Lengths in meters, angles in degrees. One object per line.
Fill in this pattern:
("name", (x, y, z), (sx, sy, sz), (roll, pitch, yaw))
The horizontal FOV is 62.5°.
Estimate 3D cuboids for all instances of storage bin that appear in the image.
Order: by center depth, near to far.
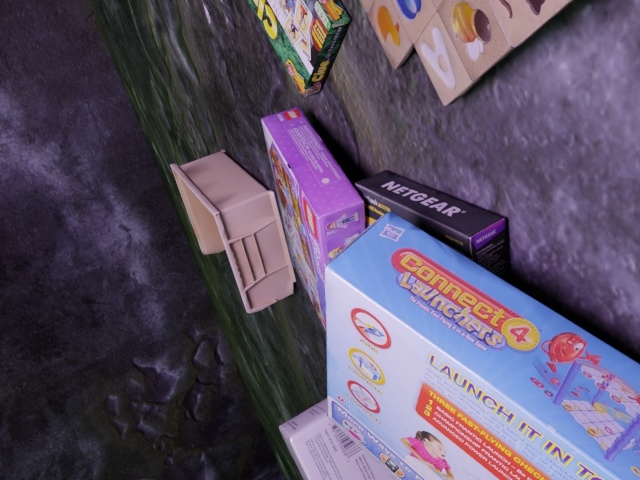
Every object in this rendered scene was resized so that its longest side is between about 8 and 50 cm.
("storage bin", (-0.180, -0.022, 1.106), (0.262, 0.123, 0.261), (40, 149, 48))

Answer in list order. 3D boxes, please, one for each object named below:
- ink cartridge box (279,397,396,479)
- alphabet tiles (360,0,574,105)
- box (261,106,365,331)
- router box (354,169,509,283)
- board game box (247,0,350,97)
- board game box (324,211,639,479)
("ink cartridge box", (0.073, 0.266, 0.698), (0.153, 0.208, 0.087), (64, 163, 2))
("alphabet tiles", (0.039, -0.266, 0.340), (0.343, 0.011, 0.285), (64, 172, 0))
("box", (0.000, 0.000, 0.710), (0.293, 0.057, 0.201), (82, 165, -48))
("router box", (0.110, 0.015, 0.535), (0.179, 0.046, 0.133), (34, 145, 54))
("board game box", (-0.057, -0.305, 0.593), (0.260, 0.030, 0.136), (61, 162, 9))
("board game box", (0.143, 0.171, 0.479), (0.308, 0.086, 0.302), (35, 148, 27))
